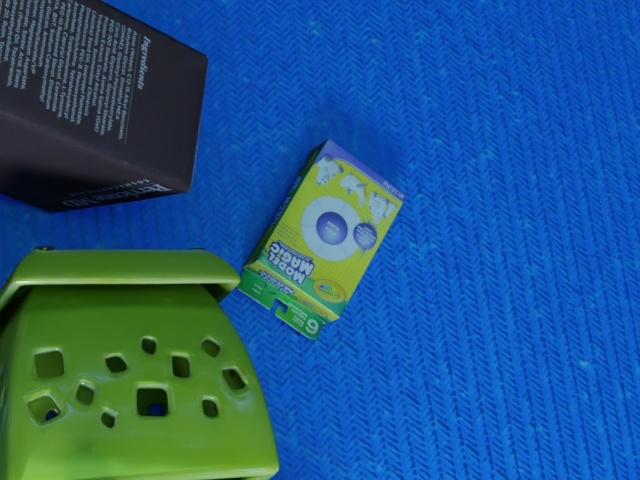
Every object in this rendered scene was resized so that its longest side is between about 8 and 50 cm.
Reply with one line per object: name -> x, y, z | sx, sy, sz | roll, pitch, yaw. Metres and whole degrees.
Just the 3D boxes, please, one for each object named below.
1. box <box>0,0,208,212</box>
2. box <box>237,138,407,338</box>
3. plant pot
box -> -0.292, -0.143, 1.211 | 0.381, 0.191, 0.143 | 20, 69, -47
box -> 0.000, 0.000, 1.469 | 0.105, 0.043, 0.179 | 35, 68, -12
plant pot -> -0.182, 0.126, 1.263 | 0.227, 0.228, 0.207 | 0, 72, -23
